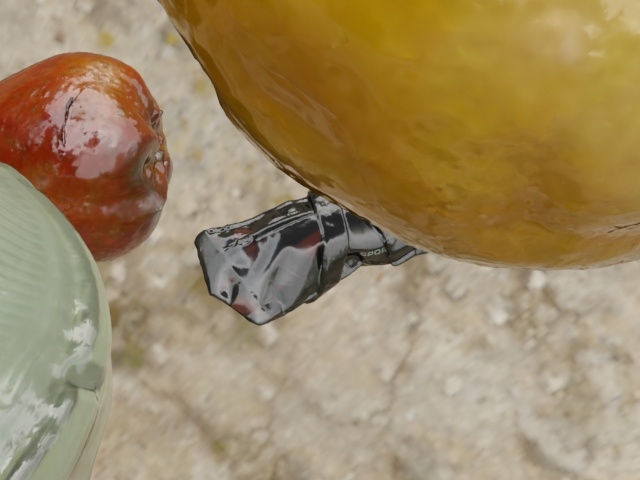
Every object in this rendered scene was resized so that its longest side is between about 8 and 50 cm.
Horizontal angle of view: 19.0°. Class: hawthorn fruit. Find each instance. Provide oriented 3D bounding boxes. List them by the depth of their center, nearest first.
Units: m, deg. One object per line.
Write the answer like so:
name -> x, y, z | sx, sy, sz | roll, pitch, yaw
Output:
hawthorn fruit -> -0.228, -0.071, 1.620 | 0.202, 0.185, 0.185 | -4, 68, 11

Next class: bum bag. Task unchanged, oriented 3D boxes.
bum bag -> 0.000, 0.000, 0.931 | 0.124, 0.034, 0.058 | -26, 79, -13

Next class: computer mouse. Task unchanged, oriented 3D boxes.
computer mouse -> -0.204, 0.119, 1.190 | 0.145, 0.228, 0.429 | 14, 41, -16

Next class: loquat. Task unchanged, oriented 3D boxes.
loquat -> 0.081, -0.151, 0.702 | 0.328, 0.328, 0.328 | 7, 67, -17
